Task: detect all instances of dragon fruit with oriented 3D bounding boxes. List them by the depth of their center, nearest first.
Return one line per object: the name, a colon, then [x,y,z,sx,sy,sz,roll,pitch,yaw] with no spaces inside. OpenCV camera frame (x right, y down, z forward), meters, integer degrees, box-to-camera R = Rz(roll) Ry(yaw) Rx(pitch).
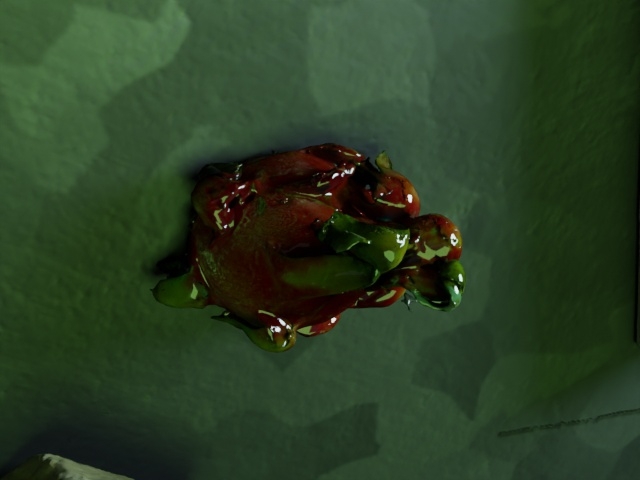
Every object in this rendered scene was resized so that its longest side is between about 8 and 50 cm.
dragon fruit: [0.000,0.000,0.652,0.138,0.175,0.142,36,72,-46]

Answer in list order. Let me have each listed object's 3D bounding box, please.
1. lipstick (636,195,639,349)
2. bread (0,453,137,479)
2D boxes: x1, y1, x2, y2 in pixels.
lipstick: [0.266,-0.056,0.740,0.076,0.080,0.372,-19,127,-13]
bread: [-0.142,0.215,0.698,0.141,0.148,0.134,32,69,-36]
